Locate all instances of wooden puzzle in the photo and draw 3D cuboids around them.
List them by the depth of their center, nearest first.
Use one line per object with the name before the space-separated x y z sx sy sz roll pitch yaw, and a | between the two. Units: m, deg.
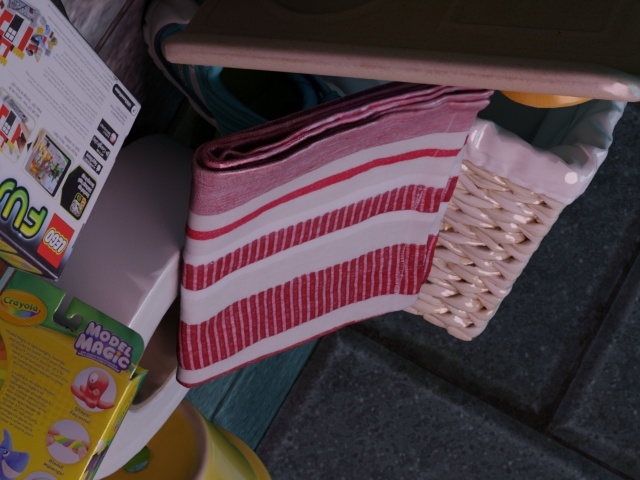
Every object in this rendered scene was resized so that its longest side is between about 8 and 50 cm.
wooden puzzle | 0.107 -0.191 1.018 0.348 0.322 0.080 -57 145 -41

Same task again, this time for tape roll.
tape roll | -0.158 0.056 1.251 0.286 0.100 0.286 -57 168 -19

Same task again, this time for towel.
towel | 0.000 0.000 1.182 0.237 0.037 0.329 -20 152 -20

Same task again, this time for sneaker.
sneaker | -0.028 -0.092 1.142 0.107 0.110 0.275 -52 134 -2

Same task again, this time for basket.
basket | 0.101 -0.134 1.401 0.331 0.328 0.266 -58 172 -45

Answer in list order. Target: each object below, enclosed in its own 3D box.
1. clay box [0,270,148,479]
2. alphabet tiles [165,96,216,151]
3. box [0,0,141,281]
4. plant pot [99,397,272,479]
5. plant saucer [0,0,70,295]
clay box | -0.220 0.137 1.093 0.222 0.127 0.053 -62 173 7
alphabet tiles | -0.111 -0.089 1.438 0.342 0.011 0.285 -61 173 -3
box | -0.166 -0.072 0.736 0.114 0.036 0.207 -67 154 -17
plant pot | -0.172 0.273 1.544 0.254 0.254 0.239 -57 157 -27
plant saucer | -0.221 -0.015 0.856 0.310 0.050 0.310 -59 173 -12
